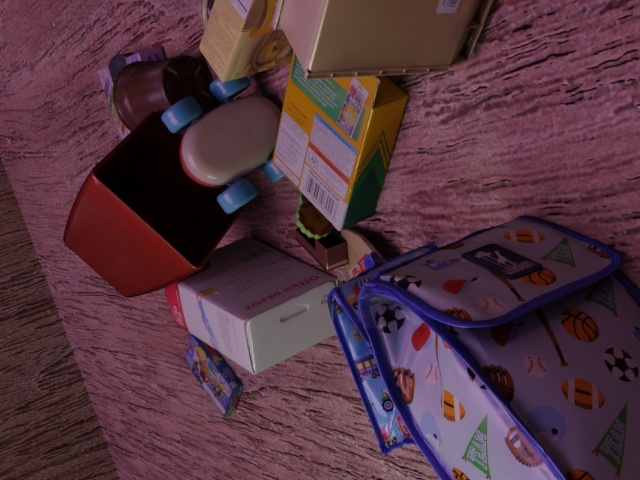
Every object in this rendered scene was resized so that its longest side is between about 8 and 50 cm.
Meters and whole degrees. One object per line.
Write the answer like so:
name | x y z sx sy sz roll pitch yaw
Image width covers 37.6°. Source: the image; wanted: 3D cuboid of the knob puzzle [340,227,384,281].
knob puzzle | 0.091 0.061 1.686 0.213 0.030 0.213 53 156 37

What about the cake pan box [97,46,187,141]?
cake pan box | -0.401 -0.300 2.153 0.246 0.070 0.267 -1 109 54

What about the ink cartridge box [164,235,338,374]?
ink cartridge box | -0.140 0.121 1.889 0.306 0.226 0.131 26 131 47

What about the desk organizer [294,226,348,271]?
desk organizer | 0.000 0.000 1.747 0.130 0.047 0.050 45 147 48

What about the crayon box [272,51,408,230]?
crayon box | 0.030 -0.201 1.566 0.203 0.083 0.323 47 144 28

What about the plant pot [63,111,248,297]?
plant pot | -0.352 -0.045 1.874 0.267 0.267 0.236 44 126 -11

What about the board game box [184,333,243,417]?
board game box | -0.276 0.338 2.407 0.201 0.035 0.136 49 144 25

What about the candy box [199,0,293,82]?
candy box | -0.063 -0.397 1.481 0.087 0.183 0.316 55 146 16

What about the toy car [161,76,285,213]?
toy car | -0.186 -0.175 1.813 0.219 0.210 0.238 56 161 -5

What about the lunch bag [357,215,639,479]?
lunch bag | 0.270 0.155 1.213 0.385 0.328 0.239 55 142 21

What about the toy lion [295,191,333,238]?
toy lion | -0.007 -0.054 1.703 0.100 0.096 0.034 61 147 10

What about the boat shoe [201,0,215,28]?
boat shoe | -0.128 -0.448 1.570 0.073 0.080 0.223 24 92 37

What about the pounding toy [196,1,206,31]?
pounding toy | -0.178 -0.409 1.727 0.206 0.094 0.181 -9 103 57

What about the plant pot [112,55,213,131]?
plant pot | -0.318 -0.307 1.951 0.165 0.167 0.167 -7 104 49

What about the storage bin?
storage bin | 0.099 -0.352 1.213 0.262 0.260 0.123 108 147 -46

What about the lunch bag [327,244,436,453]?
lunch bag | 0.145 0.152 1.494 0.293 0.221 0.138 63 147 5
